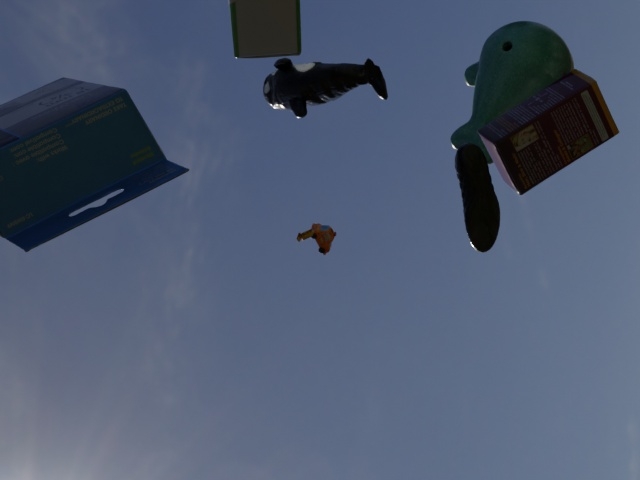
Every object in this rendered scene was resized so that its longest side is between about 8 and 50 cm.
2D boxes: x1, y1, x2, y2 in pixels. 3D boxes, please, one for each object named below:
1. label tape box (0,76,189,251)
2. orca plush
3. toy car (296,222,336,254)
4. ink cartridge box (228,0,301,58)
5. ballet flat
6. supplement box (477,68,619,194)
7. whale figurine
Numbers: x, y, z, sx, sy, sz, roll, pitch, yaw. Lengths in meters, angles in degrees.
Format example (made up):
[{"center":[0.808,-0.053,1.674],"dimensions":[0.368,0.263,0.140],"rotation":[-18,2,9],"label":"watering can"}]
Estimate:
[{"center":[-0.357,-0.112,1.695],"dimensions":[0.240,0.333,0.106],"rotation":[-29,-65,-24],"label":"label tape box"},{"center":[-0.005,-0.267,2.446],"dimensions":[0.151,0.287,0.102],"rotation":[42,-121,-54],"label":"orca plush"},{"center":[0.000,0.000,2.278],"dimensions":[0.060,0.040,0.122],"rotation":[67,-163,-4],"label":"toy car"},{"center":[-0.106,-0.478,2.235],"dimensions":[0.289,0.121,0.211],"rotation":[-100,6,-50],"label":"ink cartridge box"},{"center":[0.244,-0.067,2.015],"dimensions":[0.049,0.057,0.173],"rotation":[146,117,-82],"label":"ballet flat"},{"center":[0.358,-0.171,2.037],"dimensions":[0.104,0.188,0.081],"rotation":[59,179,-26],"label":"supplement box"},{"center":[0.333,-0.275,2.337],"dimensions":[0.272,0.216,0.141],"rotation":[-53,-37,-3],"label":"whale figurine"}]
